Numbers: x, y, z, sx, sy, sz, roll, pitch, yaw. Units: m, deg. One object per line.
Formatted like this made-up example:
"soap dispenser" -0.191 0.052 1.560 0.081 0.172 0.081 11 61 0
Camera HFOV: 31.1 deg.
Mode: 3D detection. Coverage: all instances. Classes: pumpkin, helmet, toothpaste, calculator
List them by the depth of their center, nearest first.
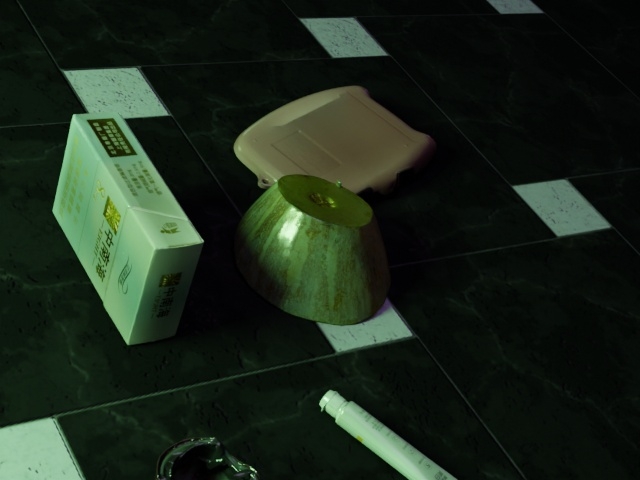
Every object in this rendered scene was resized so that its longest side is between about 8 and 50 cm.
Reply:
"helmet" -0.112 0.256 1.123 0.123 0.070 0.098 45 48 17
"toothpaste" 0.080 0.232 1.283 0.190 0.031 0.048 36 36 13
"pumpkin" 0.002 -0.008 1.471 0.218 0.110 0.217 11 40 -9
"calculator" 0.024 -0.138 1.695 0.220 0.048 0.330 40 43 20

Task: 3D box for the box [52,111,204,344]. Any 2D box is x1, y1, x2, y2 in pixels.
"box" -0.229 -0.018 1.334 0.067 0.155 0.243 -9 46 -33
